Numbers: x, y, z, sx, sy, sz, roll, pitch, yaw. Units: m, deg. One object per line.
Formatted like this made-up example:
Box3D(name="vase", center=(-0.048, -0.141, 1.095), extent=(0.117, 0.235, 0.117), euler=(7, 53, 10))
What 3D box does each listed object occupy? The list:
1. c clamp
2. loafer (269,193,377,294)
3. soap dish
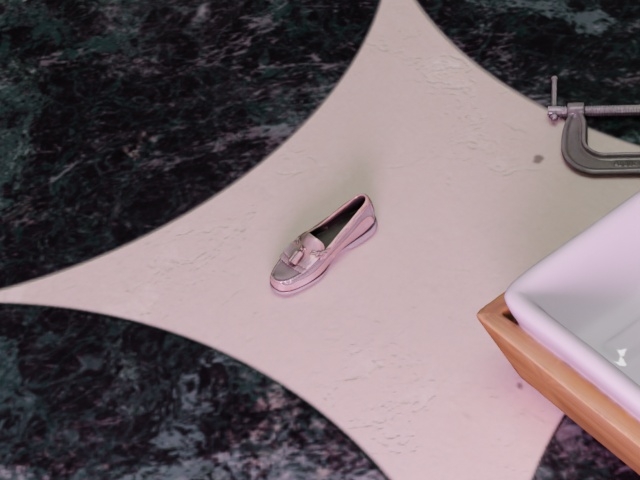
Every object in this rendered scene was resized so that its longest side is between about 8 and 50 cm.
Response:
Box3D(name="c clamp", center=(0.294, -0.114, 1.615), extent=(0.160, 0.022, 0.137), euler=(4, 47, 14))
Box3D(name="loafer", center=(0.000, 0.000, 1.542), extent=(0.125, 0.039, 0.045), euler=(-37, 52, -24))
Box3D(name="soap dish", center=(0.307, 0.094, 1.347), extent=(0.229, 0.118, 0.291), euler=(-33, 50, -21))
